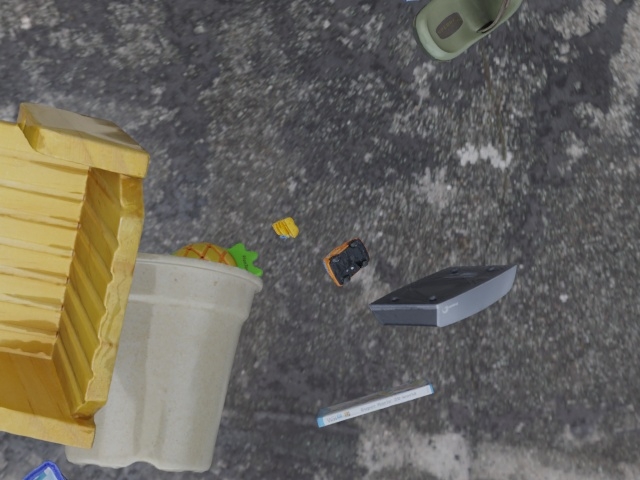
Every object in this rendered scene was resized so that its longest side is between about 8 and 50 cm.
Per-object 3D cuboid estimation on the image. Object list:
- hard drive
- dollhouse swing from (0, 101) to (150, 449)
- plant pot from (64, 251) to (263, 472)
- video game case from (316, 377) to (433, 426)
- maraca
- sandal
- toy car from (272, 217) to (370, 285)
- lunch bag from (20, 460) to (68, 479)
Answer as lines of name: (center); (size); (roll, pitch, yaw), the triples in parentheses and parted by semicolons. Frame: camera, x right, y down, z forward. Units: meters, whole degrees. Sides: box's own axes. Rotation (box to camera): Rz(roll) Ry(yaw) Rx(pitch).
hard drive: (0.227, 0.098, 1.621); (0.172, 0.255, 0.054); (-4, 101, 44)
dollhouse swing: (-0.403, 0.015, 1.040); (0.305, 0.315, 0.346); (9, 102, -26)
plant pot: (-0.266, 0.200, 1.409); (0.334, 0.334, 0.305); (1, 77, 11)
video game case: (0.078, 0.232, 1.300); (0.166, 0.119, 0.015); (-17, 86, 1)
maraca: (-0.205, 0.056, 1.702); (0.186, 0.127, 0.099); (-8, 147, -15)
sandal: (0.262, -0.392, 1.449); (0.120, 0.303, 0.086); (45, 148, -9)
toy car: (0.000, 0.000, 1.003); (0.122, 0.060, 0.040); (45, 153, -26)
lunch bag: (-0.248, 0.256, 0.705); (0.096, 0.151, 0.129); (46, 156, 11)
